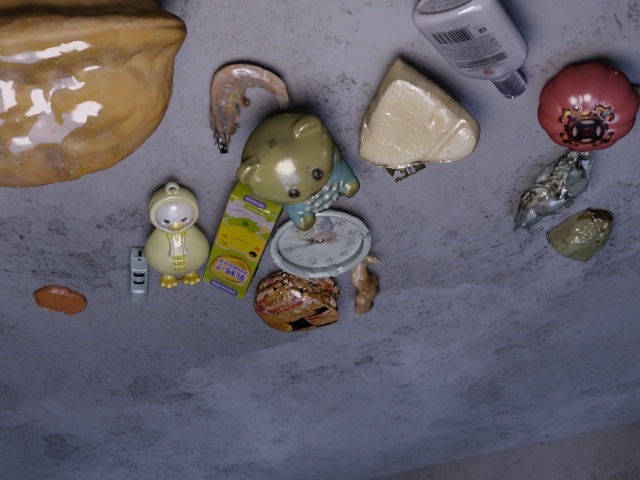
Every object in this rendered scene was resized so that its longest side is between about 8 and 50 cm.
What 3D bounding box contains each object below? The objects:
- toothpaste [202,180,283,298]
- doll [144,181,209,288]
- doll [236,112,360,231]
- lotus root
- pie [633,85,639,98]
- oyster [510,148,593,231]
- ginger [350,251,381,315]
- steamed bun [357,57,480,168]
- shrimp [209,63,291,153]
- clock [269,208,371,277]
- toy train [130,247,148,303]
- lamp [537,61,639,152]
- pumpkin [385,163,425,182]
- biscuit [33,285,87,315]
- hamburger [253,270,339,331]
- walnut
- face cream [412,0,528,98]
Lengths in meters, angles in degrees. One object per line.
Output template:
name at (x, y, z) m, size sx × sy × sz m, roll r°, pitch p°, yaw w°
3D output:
toothpaste at (-0.170, -0.002, 1.574) m, size 0.110 × 0.077 × 0.327 m, roll 25°, pitch 138°, yaw -2°
doll at (-0.312, -0.010, 1.535) m, size 0.141 × 0.117 × 0.296 m, roll -4°, pitch 144°, yaw -9°
doll at (-0.043, -0.136, 1.325) m, size 0.177 × 0.161 × 0.261 m, roll -35°, pitch 163°, yaw 8°
lotus root at (0.646, -0.010, 1.737) m, size 0.143 × 0.070 × 0.144 m, roll 9°, pitch 140°, yaw -22°
pie at (0.603, -0.277, 1.414) m, size 0.084 × 0.021 × 0.084 m, roll -7°, pitch 147°, yaw -5°
oyster at (0.503, -0.103, 1.574) m, size 0.199 × 0.087 × 0.252 m, roll -24°, pitch 149°, yaw 6°
ginger at (0.118, 0.108, 1.812) m, size 0.089 × 0.075 × 0.288 m, roll -32°, pitch 148°, yaw -21°
steamed bun at (0.191, -0.225, 1.340) m, size 0.212 × 0.110 × 0.231 m, roll 20°, pitch 142°, yaw -7°
shrimp at (-0.133, -0.239, 1.321) m, size 0.152 × 0.046 × 0.219 m, roll 6°, pitch 141°, yaw -13°
clock at (0.000, 0.000, 1.652) m, size 0.236 × 0.053 × 0.236 m, roll -3°, pitch 140°, yaw -3°
toy train at (-0.435, 0.093, 1.713) m, size 0.043 × 0.047 × 0.207 m, roll 4°, pitch 141°, yaw -12°
lamp at (0.501, -0.255, 1.341) m, size 0.182 × 0.140 × 0.182 m, roll 10°, pitch 142°, yaw 8°
pumpkin at (0.167, -0.164, 1.466) m, size 0.074 × 0.054 × 0.083 m, roll -28°, pitch 134°, yaw 19°
biscuit at (-0.648, 0.150, 1.776) m, size 0.130 × 0.019 × 0.102 m, roll 27°, pitch 130°, yaw -37°
hamburger at (-0.061, 0.155, 1.816) m, size 0.231 × 0.107 × 0.231 m, roll -2°, pitch 150°, yaw -1°
walnut at (-0.400, -0.253, 1.020) m, size 0.384 × 0.383 × 0.383 m, roll -5°, pitch 143°, yaw -3°
face cream at (0.280, -0.331, 1.221) m, size 0.144 × 0.071 × 0.291 m, roll -4°, pitch 160°, yaw 38°
